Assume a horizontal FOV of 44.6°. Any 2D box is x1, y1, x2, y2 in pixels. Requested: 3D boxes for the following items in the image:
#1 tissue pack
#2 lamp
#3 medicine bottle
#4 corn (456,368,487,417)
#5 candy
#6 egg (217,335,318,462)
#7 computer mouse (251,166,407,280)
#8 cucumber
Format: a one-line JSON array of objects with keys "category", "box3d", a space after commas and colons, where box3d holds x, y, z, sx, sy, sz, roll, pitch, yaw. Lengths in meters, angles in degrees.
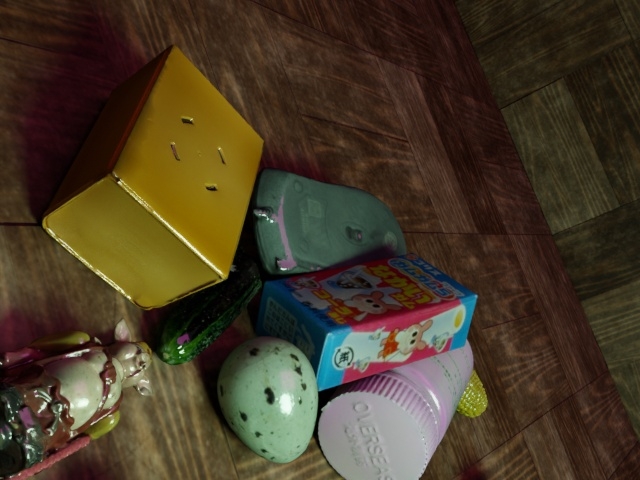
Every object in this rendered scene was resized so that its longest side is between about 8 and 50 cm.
[{"category": "tissue pack", "box3d": [-0.200, -0.079, 0.991, 0.194, 0.145, 0.274, 45, 35, -28]}, {"category": "lamp", "box3d": [-0.240, 0.145, 0.778, 0.253, 0.118, 0.118, -21, 85, -60]}, {"category": "medicine bottle", "box3d": [0.126, 0.243, 1.231, 0.178, 0.178, 0.291, 60, 29, -7]}, {"category": "corn", "box3d": [0.242, 0.243, 1.516, 0.260, 0.091, 0.091, 55, 47, -24]}, {"category": "candy", "box3d": [0.074, 0.110, 1.162, 0.306, 0.100, 0.157, -8, 29, -38]}, {"category": "egg", "box3d": [-0.063, 0.204, 1.007, 0.131, 0.131, 0.164, -36, 112, -61]}, {"category": "computer mouse", "box3d": [0.000, 0.000, 1.278, 0.371, 0.122, 0.188, 17, 61, -48]}, {"category": "cucumber", "box3d": [-0.144, 0.088, 1.024, 0.074, 0.074, 0.241, 57, 32, -13]}]
